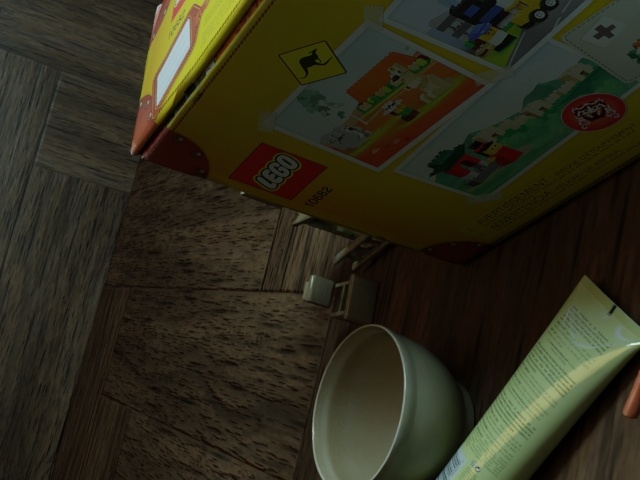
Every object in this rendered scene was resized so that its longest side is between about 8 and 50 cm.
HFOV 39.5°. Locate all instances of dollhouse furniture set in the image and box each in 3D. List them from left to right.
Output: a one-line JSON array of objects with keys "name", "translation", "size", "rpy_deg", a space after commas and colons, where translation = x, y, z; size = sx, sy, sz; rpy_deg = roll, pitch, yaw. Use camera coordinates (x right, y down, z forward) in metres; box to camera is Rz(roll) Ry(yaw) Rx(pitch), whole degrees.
[{"name": "dollhouse furniture set", "translation": [0.000, 0.000, 1.046], "size": [0.101, 0.182, 0.160], "rpy_deg": [-19, 56, 59]}]

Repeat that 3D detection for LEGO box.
[{"name": "LEGO box", "translation": [0.119, -0.200, 0.723], "size": [0.500, 0.373, 0.193], "rpy_deg": [-38, 42, 49]}]

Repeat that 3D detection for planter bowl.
[{"name": "planter bowl", "translation": [0.079, 0.171, 0.865], "size": [0.162, 0.109, 0.162], "rpy_deg": [-42, 39, 47]}]

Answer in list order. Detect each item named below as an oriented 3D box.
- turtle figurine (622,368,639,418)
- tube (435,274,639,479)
[{"name": "turtle figurine", "translation": [0.281, 0.050, 0.507], "size": [0.269, 0.087, 0.217], "rpy_deg": [-46, -9, 21]}, {"name": "tube", "translation": [0.178, 0.149, 0.752], "size": [0.070, 0.062, 0.240], "rpy_deg": [37, 107, 17]}]
